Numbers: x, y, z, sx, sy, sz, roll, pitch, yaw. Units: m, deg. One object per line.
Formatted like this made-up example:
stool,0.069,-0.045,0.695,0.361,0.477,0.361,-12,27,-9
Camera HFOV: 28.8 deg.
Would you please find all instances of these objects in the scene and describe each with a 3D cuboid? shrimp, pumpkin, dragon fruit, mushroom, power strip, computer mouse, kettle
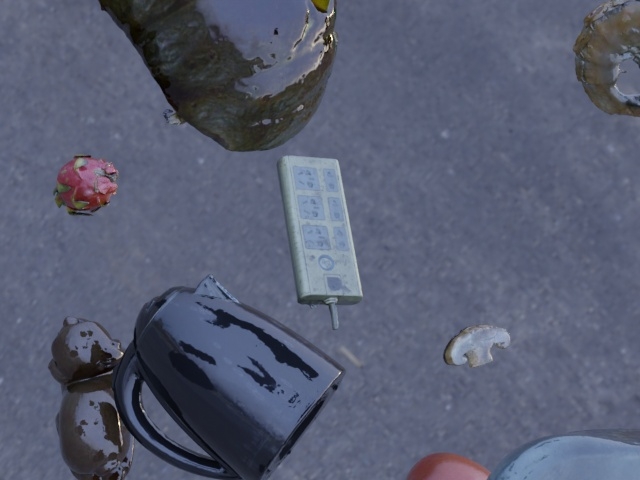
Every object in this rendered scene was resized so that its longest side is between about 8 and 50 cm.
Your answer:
shrimp,0.413,-0.205,1.471,0.253,0.173,0.058,21,31,-20
pumpkin,-0.067,-0.176,1.139,0.254,0.130,0.149,10,63,-32
dragon fruit,-0.335,-0.078,1.760,0.081,0.116,0.086,19,75,-37
mushroom,0.181,0.120,1.421,0.101,0.019,0.049,-16,102,-37
power strip,0.000,0.000,1.699,0.092,0.034,0.268,4,61,-25
computer mouse,0.319,0.314,1.492,0.371,0.188,0.122,4,5,-32
kettle,-0.155,0.206,1.759,0.290,0.268,0.207,35,11,7

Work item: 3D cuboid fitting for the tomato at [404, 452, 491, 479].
tomato,0.193,0.466,1.954,0.224,0.255,0.256,22,32,16

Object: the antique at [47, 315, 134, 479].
antique,-0.345,0.234,1.863,0.121,0.143,0.257,-6,64,-3

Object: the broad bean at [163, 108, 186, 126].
broad bean,-0.143,-0.268,1.702,0.049,0.144,0.292,71,9,-45
